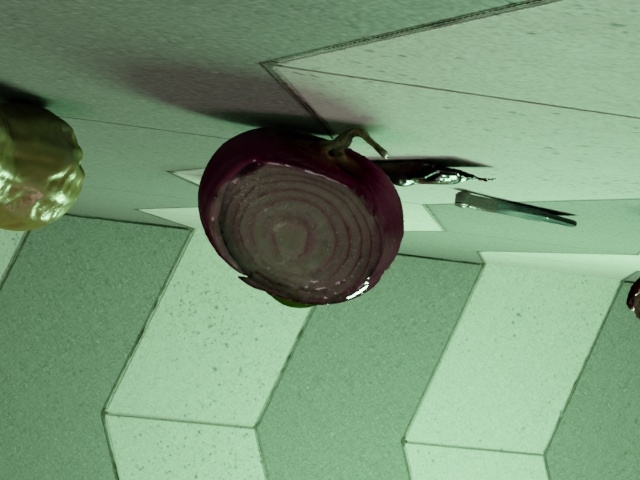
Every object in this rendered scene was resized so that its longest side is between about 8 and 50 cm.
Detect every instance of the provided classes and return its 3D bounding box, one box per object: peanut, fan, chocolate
[{"bbox_3d":[-0.340,-0.088,1.368,0.149,0.149,0.313,5,172,23],"label":"peanut"},{"bbox_3d":[0.273,-0.042,1.927,0.057,0.023,0.282,15,-176,43],"label":"fan"},{"bbox_3d":[0.112,-0.076,1.583,0.182,0.028,0.086,1,177,44],"label":"chocolate"}]

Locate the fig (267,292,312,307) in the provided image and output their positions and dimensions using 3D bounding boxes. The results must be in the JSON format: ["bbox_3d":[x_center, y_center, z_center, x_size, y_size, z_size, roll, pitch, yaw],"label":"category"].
[{"bbox_3d":[0.000,0.000,2.105,0.245,0.195,0.195,-31,169,10],"label":"fig"}]

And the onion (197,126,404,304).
[{"bbox_3d":[-0.019,-0.033,1.393,0.207,0.201,0.200,-6,177,1],"label":"onion"}]

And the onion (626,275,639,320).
[{"bbox_3d":[0.577,0.071,1.880,0.206,0.216,0.207,-27,156,-32],"label":"onion"}]
